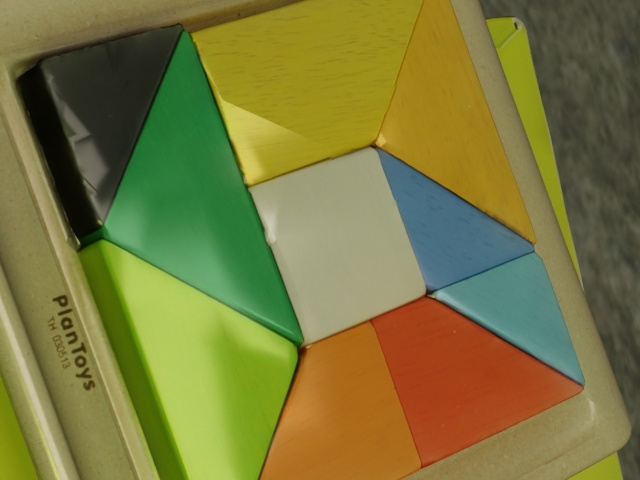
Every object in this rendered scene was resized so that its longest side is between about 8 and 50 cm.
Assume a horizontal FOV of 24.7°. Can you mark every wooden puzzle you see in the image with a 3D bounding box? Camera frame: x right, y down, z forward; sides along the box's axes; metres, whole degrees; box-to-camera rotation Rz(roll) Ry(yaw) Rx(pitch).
[{"bbox_3d":[0.000,0.000,0.472,0.239,0.044,0.221,-21,91,-38],"label":"wooden puzzle"}]

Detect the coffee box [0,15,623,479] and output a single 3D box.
[{"bbox_3d":[-0.106,0.117,0.607,0.338,0.334,0.337,-10,87,-39],"label":"coffee box"}]
